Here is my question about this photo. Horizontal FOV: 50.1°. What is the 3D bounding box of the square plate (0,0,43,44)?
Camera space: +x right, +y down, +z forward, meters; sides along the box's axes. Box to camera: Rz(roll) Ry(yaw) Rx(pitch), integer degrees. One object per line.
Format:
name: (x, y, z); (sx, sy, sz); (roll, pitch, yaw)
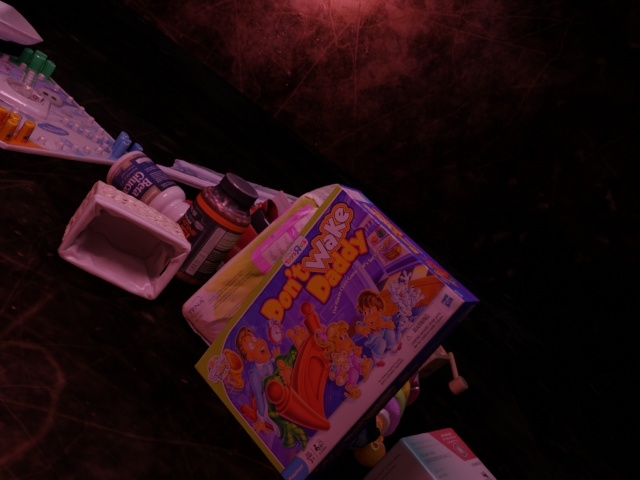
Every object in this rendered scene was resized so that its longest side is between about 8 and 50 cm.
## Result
square plate: (-0.803, -0.528, 1.465); (0.347, 0.049, 0.344); (19, 16, -41)

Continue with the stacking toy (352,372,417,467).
stacking toy: (0.087, 0.270, 1.158); (0.175, 0.165, 0.301); (27, 27, -9)

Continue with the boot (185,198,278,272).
boot: (-0.176, -0.043, 1.369); (0.244, 0.176, 0.088); (44, 17, 27)

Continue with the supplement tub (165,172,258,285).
supplement tub: (-0.195, -0.023, 1.215); (0.106, 0.197, 0.106); (36, 14, -10)

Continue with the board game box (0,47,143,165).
board game box: (-0.594, -0.300, 1.377); (0.390, 0.050, 0.390); (43, 15, 15)

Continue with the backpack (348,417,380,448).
backpack: (0.018, 0.260, 1.022); (0.084, 0.115, 0.104); (10, 71, -60)

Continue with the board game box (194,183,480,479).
board game box: (0.011, 0.132, 0.944); (0.233, 0.347, 0.078); (45, 16, 23)

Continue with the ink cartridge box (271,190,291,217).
ink cartridge box: (-0.086, 0.005, 1.382); (0.145, 0.179, 0.045); (56, 30, 13)

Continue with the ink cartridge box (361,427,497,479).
ink cartridge box: (0.216, 0.427, 1.006); (0.283, 0.117, 0.207); (47, 16, 29)

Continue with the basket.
basket: (-0.303, -0.004, 1.061); (0.167, 0.113, 0.103); (31, 14, -29)

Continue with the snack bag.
snack bag: (-0.206, -0.126, 1.592); (0.323, 0.037, 0.342); (20, 7, 14)

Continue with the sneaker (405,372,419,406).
sneaker: (0.105, 0.231, 1.407); (0.252, 0.103, 0.111); (49, 12, 12)

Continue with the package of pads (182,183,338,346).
package of pads: (-0.072, 0.037, 1.134); (0.101, 0.296, 0.229); (48, 14, 0)

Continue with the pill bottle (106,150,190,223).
pill bottle: (-0.319, -0.085, 1.308); (0.169, 0.094, 0.094); (42, 14, 13)

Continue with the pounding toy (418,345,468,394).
pounding toy: (0.248, 0.285, 1.605); (0.206, 0.094, 0.181); (56, 15, 24)
